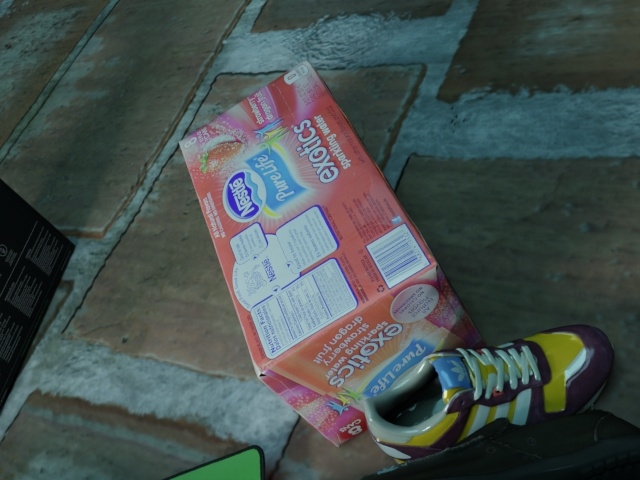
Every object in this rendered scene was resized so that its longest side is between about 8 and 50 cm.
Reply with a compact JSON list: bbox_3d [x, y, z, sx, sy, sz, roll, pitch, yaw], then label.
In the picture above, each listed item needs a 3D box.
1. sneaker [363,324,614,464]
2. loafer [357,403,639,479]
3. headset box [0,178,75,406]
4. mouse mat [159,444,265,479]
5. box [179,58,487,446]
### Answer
[{"bbox_3d":[0.122,0.106,0.568,0.185,0.084,0.070,-30,45,7],"label":"sneaker"},{"bbox_3d":[0.115,0.164,0.521,0.220,0.080,0.078,-10,19,-4],"label":"loafer"},{"bbox_3d":[-0.434,0.029,0.822,0.131,0.283,0.246,-5,53,27],"label":"headset box"},{"bbox_3d":[-0.118,0.257,0.625,0.189,0.007,0.153,-27,45,24],"label":"mouse mat"},{"bbox_3d":[0.000,0.000,0.685,0.154,0.142,0.300,-32,45,4],"label":"box"}]
